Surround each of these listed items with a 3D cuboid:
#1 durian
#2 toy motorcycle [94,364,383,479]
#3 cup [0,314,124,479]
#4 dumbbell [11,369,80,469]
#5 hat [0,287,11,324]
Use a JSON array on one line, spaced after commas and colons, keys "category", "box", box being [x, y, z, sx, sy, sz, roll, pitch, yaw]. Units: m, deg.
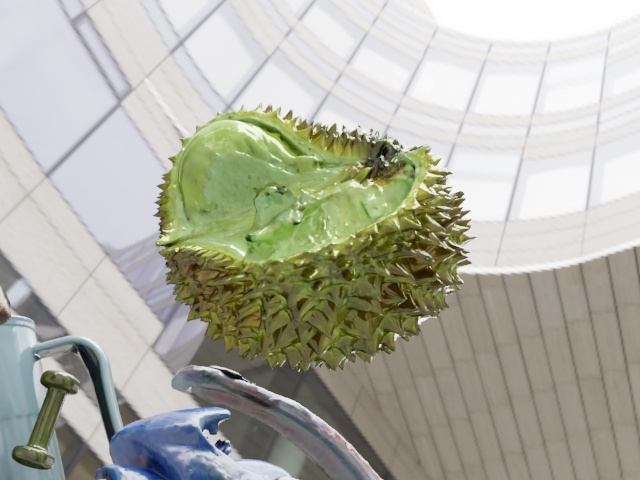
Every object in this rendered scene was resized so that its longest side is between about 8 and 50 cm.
[{"category": "durian", "box": [-0.002, 0.000, 0.699, 0.237, 0.200, 0.176, 8, -23, 37]}, {"category": "toy motorcycle", "box": [-0.066, 0.251, 0.826, 0.319, 0.241, 0.182, 29, -78, -12]}, {"category": "cup", "box": [-0.446, 0.282, 1.251, 0.257, 0.331, 0.311, -33, -111, 48]}, {"category": "dumbbell", "box": [-0.332, 0.217, 1.141, 0.046, 0.117, 0.052, 3, -28, 22]}, {"category": "hat", "box": [-0.369, 0.069, 0.997, 0.082, 0.193, 0.193, 18, -50, -8]}]
